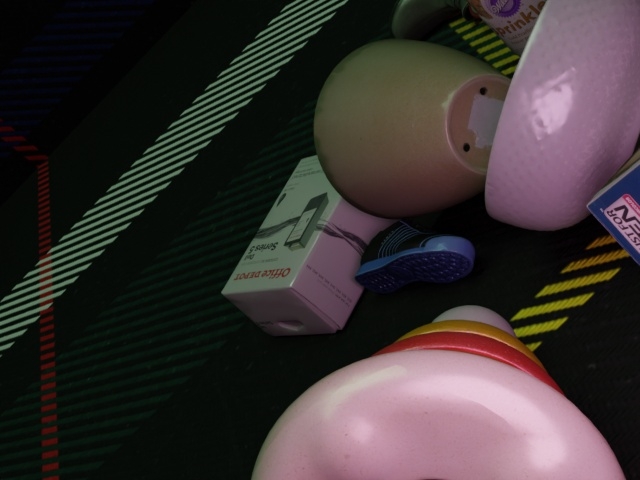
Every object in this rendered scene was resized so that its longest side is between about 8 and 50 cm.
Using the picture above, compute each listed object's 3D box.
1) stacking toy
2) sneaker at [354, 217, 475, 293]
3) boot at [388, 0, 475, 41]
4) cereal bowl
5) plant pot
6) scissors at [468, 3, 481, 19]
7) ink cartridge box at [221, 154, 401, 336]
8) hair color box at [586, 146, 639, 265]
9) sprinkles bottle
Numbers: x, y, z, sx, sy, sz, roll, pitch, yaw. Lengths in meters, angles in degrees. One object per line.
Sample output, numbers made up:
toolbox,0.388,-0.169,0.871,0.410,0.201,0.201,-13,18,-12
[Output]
stacking toy,0.138,0.201,1.430,0.350,0.350,0.480,-40,7,19
sneaker,0.133,0.009,1.887,0.232,0.081,0.090,-14,48,54
boot,0.226,-0.411,2.359,0.246,0.083,0.161,-45,30,12
cereal bowl,0.322,-0.160,1.622,0.339,0.141,0.339,-56,-20,-32
plant pot,0.160,-0.152,1.833,0.256,0.256,0.274,-54,19,-11
scissors,0.246,-0.460,2.321,0.109,0.021,0.297,-47,39,11
ink cartridge box,0.000,0.000,2.081,0.198,0.115,0.273,-9,45,55
hair color box,0.440,-0.123,1.380,0.174,0.105,0.347,-40,-4,-47
sprinkles bottle,0.254,-0.351,1.876,0.121,0.355,0.121,-38,26,22
